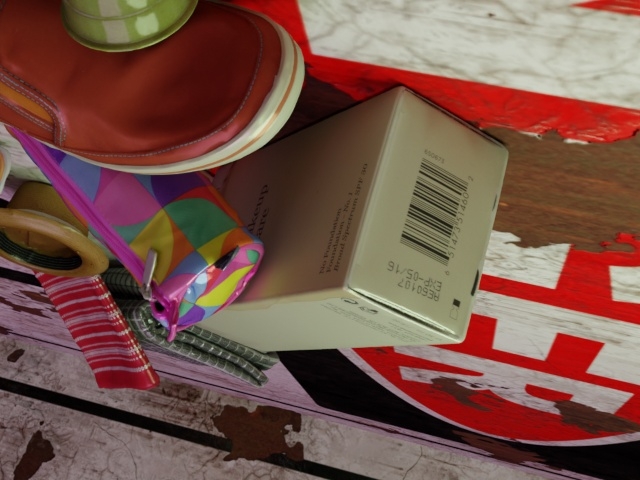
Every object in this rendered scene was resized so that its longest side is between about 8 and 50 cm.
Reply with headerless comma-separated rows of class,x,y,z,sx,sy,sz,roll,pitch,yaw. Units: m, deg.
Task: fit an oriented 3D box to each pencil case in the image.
pencil case,-0.142,-0.041,0.682,0.236,0.104,0.104,48,170,16

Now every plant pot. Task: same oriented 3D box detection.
plant pot,-0.117,-0.162,0.505,0.083,0.083,0.079,12,151,15

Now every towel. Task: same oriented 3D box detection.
towel,-0.221,0.137,1.456,0.283,0.121,0.235,28,160,-34
towel,-0.350,0.105,1.358,0.199,0.031,0.275,-10,112,53

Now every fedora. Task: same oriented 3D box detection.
fedora,-0.345,-0.020,1.144,0.194,0.079,0.194,12,157,5

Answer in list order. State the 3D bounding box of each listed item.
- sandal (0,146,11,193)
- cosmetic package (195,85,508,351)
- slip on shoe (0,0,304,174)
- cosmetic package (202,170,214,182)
sandal,-0.463,-0.081,1.019,0.265,0.102,0.076,9,165,28
cosmetic package,0.000,0.000,0.759,0.113,0.160,0.309,26,160,-27
slip on shoe,-0.168,-0.121,0.589,0.331,0.123,0.101,15,174,21
cosmetic package,-0.121,-0.017,0.979,0.099,0.060,0.239,2,158,36
